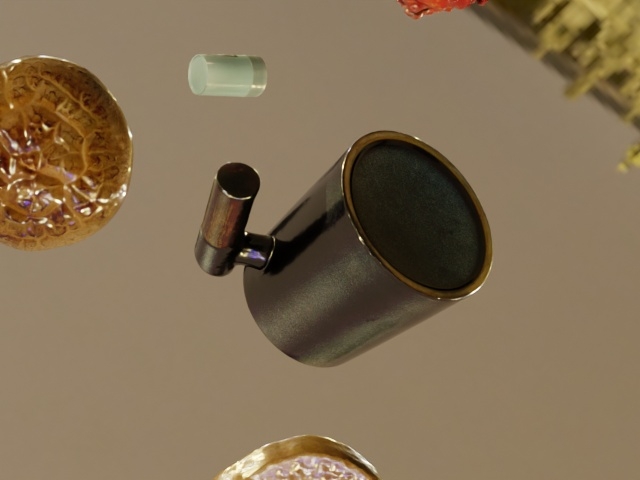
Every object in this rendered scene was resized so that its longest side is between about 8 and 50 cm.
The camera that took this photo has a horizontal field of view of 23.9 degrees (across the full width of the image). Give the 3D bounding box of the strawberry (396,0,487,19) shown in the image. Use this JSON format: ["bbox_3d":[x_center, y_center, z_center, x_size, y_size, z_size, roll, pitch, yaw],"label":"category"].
[{"bbox_3d":[0.132,-0.325,1.617,0.187,0.184,0.201,14,-124,14],"label":"strawberry"}]

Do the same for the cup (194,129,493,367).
[{"bbox_3d":[0.009,-0.008,1.354,0.239,0.177,0.166,41,-136,-11],"label":"cup"}]

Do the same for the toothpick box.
[{"bbox_3d":[-0.113,-0.201,1.842,0.083,0.052,0.052,-3,-129,-34],"label":"toothpick box"}]

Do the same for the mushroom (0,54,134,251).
[{"bbox_3d":[-0.359,-0.107,1.929,0.253,0.253,0.153,40,-174,-13],"label":"mushroom"}]

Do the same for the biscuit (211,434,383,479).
[{"bbox_3d":[-0.028,0.330,1.516,0.257,0.273,0.049,36,-170,-21],"label":"biscuit"}]
